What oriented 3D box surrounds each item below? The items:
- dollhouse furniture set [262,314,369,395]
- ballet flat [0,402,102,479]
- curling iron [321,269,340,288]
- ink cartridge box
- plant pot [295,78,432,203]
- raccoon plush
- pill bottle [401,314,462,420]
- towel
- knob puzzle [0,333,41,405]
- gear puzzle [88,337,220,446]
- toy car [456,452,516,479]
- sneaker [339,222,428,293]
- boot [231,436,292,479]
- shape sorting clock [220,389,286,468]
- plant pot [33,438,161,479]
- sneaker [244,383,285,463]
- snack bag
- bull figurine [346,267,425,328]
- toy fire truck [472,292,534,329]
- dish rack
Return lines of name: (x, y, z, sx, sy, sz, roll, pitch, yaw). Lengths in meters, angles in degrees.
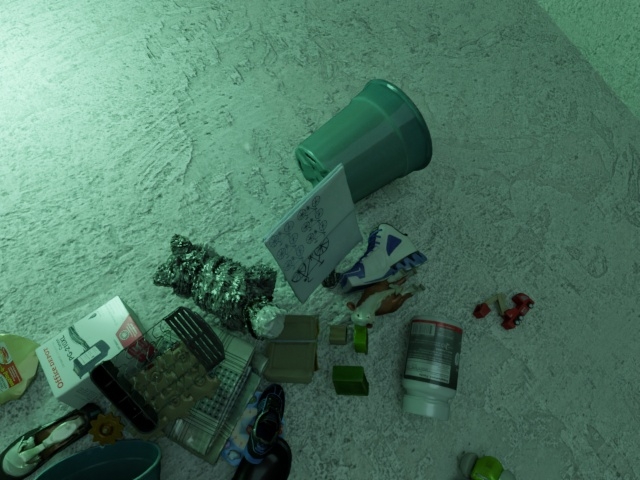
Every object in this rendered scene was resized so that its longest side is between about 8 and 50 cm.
dollhouse furniture set: (-0.008, 0.344, 1.226, 0.302, 0.151, 0.197, -1, 56, 10)
ballet flat: (-0.697, 0.507, 1.014, 0.281, 0.096, 0.095, -35, 84, -19)
curling iron: (-0.013, 0.033, 1.336, 0.068, 0.035, 0.273, -23, 80, -22)
ink cartridge box: (-0.589, 0.291, 1.072, 0.237, 0.100, 0.172, -37, 58, -19)
plant pot: (0.120, -0.287, 1.323, 0.334, 0.341, 0.341, -36, 83, -12)
raccoon plush: (-0.268, 0.098, 1.062, 0.299, 0.446, 0.216, 30, 70, -19)
pill bottle: (0.336, 0.384, 1.234, 0.162, 0.161, 0.283, 15, 71, -7)
towel: (-0.342, 0.390, 1.112, 0.325, 0.056, 0.312, 24, 70, 10)
knob puzzle: (-0.838, 0.335, 1.073, 0.213, 0.030, 0.213, 3, 72, -10)
gear puzzle: (-0.437, 0.415, 1.056, 0.339, 0.044, 0.175, -36, 93, -9)
toy car: (0.485, 0.730, 1.182, 0.136, 0.159, 0.181, 44, 65, -33)
sneaker: (0.184, 0.048, 1.335, 0.316, 0.127, 0.182, -18, 74, -23)
boot: (-0.193, 0.656, 0.962, 0.131, 0.260, 0.347, 34, 79, 5)
shape sorting clock: (-0.200, 0.530, 1.141, 0.207, 0.040, 0.206, 3, 72, -11)
plant pot: (-0.500, 0.651, 0.937, 0.272, 0.272, 0.255, -6, 89, -13)
sneaker: (-0.131, 0.464, 1.075, 0.082, 0.090, 0.232, 27, 30, -7)
snack bag: (0.000, 0.000, 1.175, 0.037, 0.342, 0.323, 28, 63, 34)
bull figurine: (0.198, 0.165, 1.195, 0.188, 0.310, 0.101, -36, 78, 18)
toy fire truck: (0.635, 0.232, 1.403, 0.192, 0.047, 0.135, -40, 83, -20)
dish rack: (-0.383, 0.306, 1.001, 0.272, 0.074, 0.208, -38, 100, -10)
